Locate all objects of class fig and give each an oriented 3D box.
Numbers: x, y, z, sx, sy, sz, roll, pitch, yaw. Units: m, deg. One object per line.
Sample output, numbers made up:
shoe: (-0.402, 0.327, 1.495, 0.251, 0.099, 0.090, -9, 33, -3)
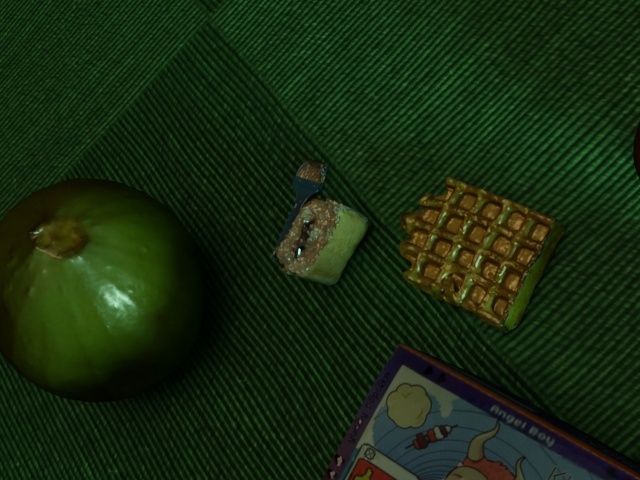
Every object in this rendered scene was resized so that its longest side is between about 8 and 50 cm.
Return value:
fig: (-0.328, 0.062, 1.387, 0.343, 0.343, 0.343, -9, 70, 27)

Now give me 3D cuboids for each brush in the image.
brush: (-0.036, -0.045, 1.449, 0.051, 0.014, 0.164, 18, 85, 34)

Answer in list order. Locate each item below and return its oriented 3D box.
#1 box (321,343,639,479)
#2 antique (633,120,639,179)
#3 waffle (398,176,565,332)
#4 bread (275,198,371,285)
box: (0.193, 0.339, 1.052, 0.349, 0.257, 0.318, 29, 89, 33)
antique: (0.504, -0.119, 1.093, 0.278, 0.129, 0.223, -11, 69, 27)
waffle: (0.193, 0.011, 1.273, 0.211, 0.055, 0.160, 24, 86, 32)
bread: (0.001, -0.001, 1.359, 0.082, 0.106, 0.125, 35, 97, 27)
